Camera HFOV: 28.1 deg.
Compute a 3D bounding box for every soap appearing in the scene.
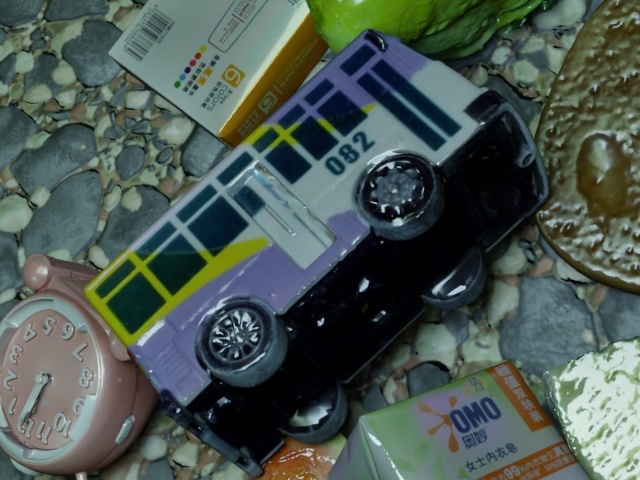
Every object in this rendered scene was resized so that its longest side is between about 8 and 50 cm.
[{"bbox_3d":[0.140,0.244,1.259,0.199,0.138,0.182,-17,57,-27],"label":"soap"}]

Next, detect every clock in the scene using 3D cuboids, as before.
[{"bbox_3d":[-0.291,0.170,1.525,0.227,0.142,0.241,31,97,34],"label":"clock"}]

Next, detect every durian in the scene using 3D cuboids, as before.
[{"bbox_3d":[0.131,-0.309,1.420,0.204,0.340,0.255,37,119,32],"label":"durian"}]

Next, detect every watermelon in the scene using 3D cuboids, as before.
[{"bbox_3d":[-0.019,0.259,1.383,0.193,0.137,0.145,-29,36,43],"label":"watermelon"}]

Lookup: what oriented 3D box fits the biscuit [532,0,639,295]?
[{"bbox_3d":[0.390,-0.113,1.354,0.314,0.063,0.367,20,82,25],"label":"biscuit"}]

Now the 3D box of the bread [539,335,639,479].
[{"bbox_3d":[0.300,0.180,1.296,0.173,0.064,0.232,20,82,24],"label":"bread"}]

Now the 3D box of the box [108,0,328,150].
[{"bbox_3d":[-0.102,-0.272,1.600,0.221,0.091,0.274,39,91,27],"label":"box"}]

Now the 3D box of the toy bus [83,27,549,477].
[{"bbox_3d":[0.000,0.000,1.322,0.440,0.209,0.249,-43,55,-3],"label":"toy bus"}]
